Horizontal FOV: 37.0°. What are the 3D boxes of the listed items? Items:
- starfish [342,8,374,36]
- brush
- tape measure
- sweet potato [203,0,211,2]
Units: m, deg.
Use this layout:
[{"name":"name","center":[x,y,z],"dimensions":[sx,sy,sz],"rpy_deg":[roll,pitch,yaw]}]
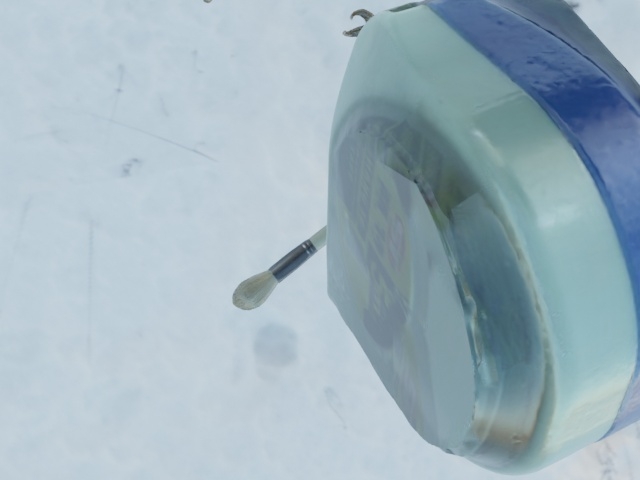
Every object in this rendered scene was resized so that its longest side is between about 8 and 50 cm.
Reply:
[{"name":"starfish","center":[0.081,-0.303,1.399],"dimensions":[0.091,0.028,0.078],"rpy_deg":[48,113,9]},{"name":"brush","center":[0.000,0.000,1.329],"dimensions":[0.299,0.039,0.042],"rpy_deg":[-37,122,-9]},{"name":"tape measure","center":[0.101,0.007,0.587],"dimensions":[0.138,0.262,0.259],"rpy_deg":[-16,137,-14]},{"name":"sweet potato","center":[-0.046,-0.463,1.306],"dimensions":[0.355,0.106,0.095],"rpy_deg":[-42,133,1]}]
